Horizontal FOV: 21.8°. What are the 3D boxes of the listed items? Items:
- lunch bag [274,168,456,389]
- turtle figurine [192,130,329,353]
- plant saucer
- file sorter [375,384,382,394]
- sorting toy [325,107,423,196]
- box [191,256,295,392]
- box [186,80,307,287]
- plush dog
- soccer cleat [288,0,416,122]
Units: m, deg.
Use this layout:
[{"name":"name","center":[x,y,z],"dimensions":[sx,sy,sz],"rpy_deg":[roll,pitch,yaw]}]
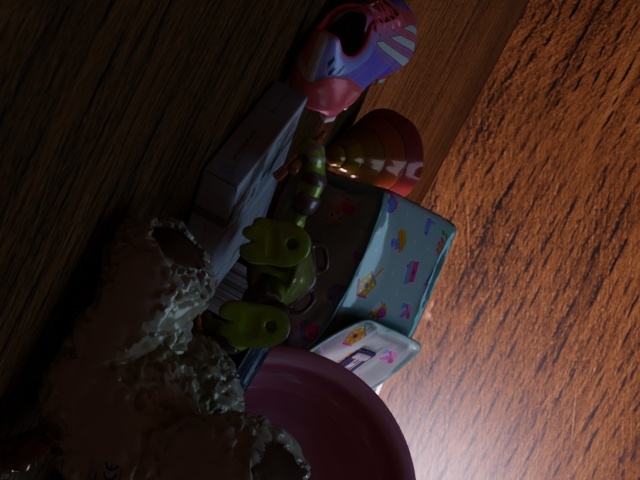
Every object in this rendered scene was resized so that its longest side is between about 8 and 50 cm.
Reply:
[{"name":"lunch bag","center":[0.026,0.063,1.951],"dimensions":[0.223,0.160,0.262],"rpy_deg":[24,86,-61]},{"name":"turtle figurine","center":[-0.045,0.037,1.447],"dimensions":[0.269,0.087,0.217],"rpy_deg":[-60,-177,7]},{"name":"plant saucer","center":[-0.062,0.281,1.805],"dimensions":[0.332,0.332,0.084],"rpy_deg":[-59,-172,-16]},{"name":"file sorter","center":[-0.034,0.305,2.702],"dimensions":[0.277,0.173,0.193],"rpy_deg":[-59,173,-23]},{"name":"sorting toy","center":[0.000,0.000,2.122],"dimensions":[0.126,0.127,0.365],"rpy_deg":[-3,123,-54]},{"name":"box","center":[-0.093,0.082,1.700],"dimensions":[0.156,0.093,0.158],"rpy_deg":[-58,174,-24]},{"name":"box","center":[-0.079,-0.039,1.547],"dimensions":[0.145,0.038,0.186],"rpy_deg":[-55,170,-42]},{"name":"plush dog","center":[-0.128,0.138,1.302],"dimensions":[0.211,0.262,0.225],"rpy_deg":[-29,166,8]},{"name":"soccer cleat","center":[0.041,-0.201,1.626],"dimensions":[0.248,0.083,0.095],"rpy_deg":[-48,161,-53]}]
